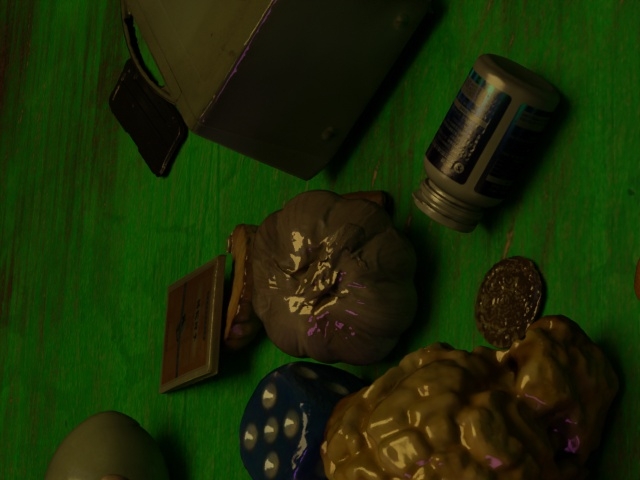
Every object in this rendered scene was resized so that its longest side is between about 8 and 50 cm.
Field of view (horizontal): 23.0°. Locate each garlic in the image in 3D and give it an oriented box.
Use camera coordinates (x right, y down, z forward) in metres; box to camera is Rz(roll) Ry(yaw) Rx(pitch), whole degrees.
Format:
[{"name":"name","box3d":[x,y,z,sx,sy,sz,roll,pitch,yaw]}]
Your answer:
[{"name":"garlic","box3d":[0.012,0.048,1.918,0.228,0.152,0.228,6,103,25]}]

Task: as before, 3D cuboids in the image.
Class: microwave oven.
[{"name":"microwave oven","box3d":[-0.071,-0.327,2.118,0.333,0.247,0.394,-55,41,25]}]

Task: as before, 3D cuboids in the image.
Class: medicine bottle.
[{"name":"medicine bottle","box3d":[0.186,-0.109,1.809,0.191,0.107,0.107,-62,38,19]}]

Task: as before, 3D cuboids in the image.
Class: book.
[{"name":"book","box3d":[-0.187,0.125,2.269,0.241,0.018,0.170,150,126,-64]}]

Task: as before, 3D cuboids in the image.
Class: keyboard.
[{"name":"keyboard","box3d":[-0.283,-0.204,2.567,0.106,0.016,0.262,-62,38,20]}]

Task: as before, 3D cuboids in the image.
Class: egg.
[{"name":"egg","box3d":[-0.307,0.370,2.258,0.186,0.186,0.253,-22,65,49]}]

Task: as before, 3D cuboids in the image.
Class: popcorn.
[{"name":"popcorn","box3d":[0.160,0.217,1.628,0.332,0.265,0.225,-35,61,-8]}]

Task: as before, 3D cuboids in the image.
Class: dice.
[{"name":"dice","box3d":[-0.005,0.240,1.921,0.146,0.146,0.143,45,117,50]}]

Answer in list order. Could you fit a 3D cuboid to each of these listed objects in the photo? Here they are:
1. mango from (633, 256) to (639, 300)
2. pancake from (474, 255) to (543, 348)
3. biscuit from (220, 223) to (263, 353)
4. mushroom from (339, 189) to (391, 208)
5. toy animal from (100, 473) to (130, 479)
[{"name":"mango","box3d":[0.397,0.099,1.418,0.187,0.144,0.359,-45,43,32]},{"name":"pancake","box3d":[0.213,0.069,1.793,0.115,0.011,0.115,-23,61,49]},{"name":"biscuit","box3d":[-0.099,0.070,2.178,0.118,0.061,0.183,-171,93,-72]},{"name":"mushroom","box3d":[0.000,-0.002,2.050,0.210,0.094,0.072,-53,44,35]},{"name":"toy animal","box3d":[-0.150,0.418,1.933,0.277,0.345,0.247,-52,15,-24]}]
